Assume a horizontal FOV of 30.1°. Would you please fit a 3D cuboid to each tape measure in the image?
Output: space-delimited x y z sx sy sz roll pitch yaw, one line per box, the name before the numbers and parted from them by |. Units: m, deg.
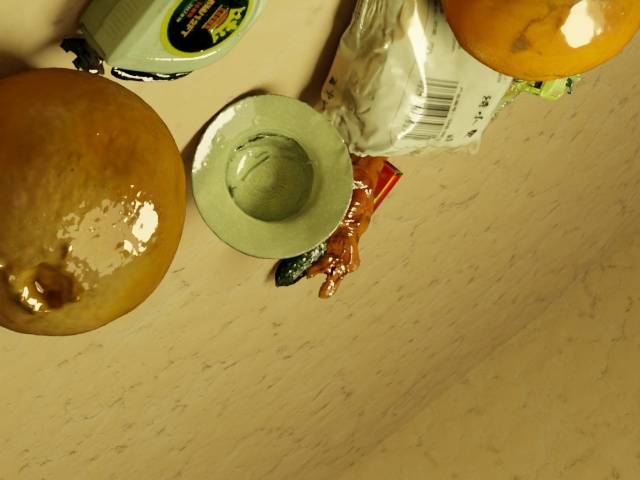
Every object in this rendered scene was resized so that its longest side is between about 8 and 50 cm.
tape measure | -0.183 -0.297 1.510 0.235 0.115 0.207 -46 155 21

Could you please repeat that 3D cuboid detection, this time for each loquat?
loquat | -0.319 -0.047 1.432 0.328 0.328 0.328 -35 153 -21

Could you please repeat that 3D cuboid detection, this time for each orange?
orange | 0.321 -0.376 1.706 0.312 0.312 0.312 -35 153 -21

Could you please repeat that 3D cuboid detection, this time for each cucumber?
cucumber | 0.002 0.000 2.281 0.245 0.067 0.067 -45 155 4

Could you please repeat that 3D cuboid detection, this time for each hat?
hat | -0.084 -0.100 1.891 0.257 0.257 0.130 -43 -172 -6

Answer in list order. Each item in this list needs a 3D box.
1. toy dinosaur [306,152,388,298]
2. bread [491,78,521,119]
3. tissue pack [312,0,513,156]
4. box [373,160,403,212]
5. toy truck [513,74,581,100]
toy dinosaur | 0.040 -0.120 2.052 0.432 0.208 0.097 -65 -171 -14
bread | 0.335 -0.307 2.216 0.128 0.088 0.232 -56 -175 32
tissue pack | 0.190 -0.311 1.933 0.390 0.195 0.376 -1 122 -43
box | 0.053 -0.088 2.162 0.175 0.112 0.048 -54 164 15
toy truck | 0.408 -0.320 2.036 0.077 0.100 0.169 7 111 -55
